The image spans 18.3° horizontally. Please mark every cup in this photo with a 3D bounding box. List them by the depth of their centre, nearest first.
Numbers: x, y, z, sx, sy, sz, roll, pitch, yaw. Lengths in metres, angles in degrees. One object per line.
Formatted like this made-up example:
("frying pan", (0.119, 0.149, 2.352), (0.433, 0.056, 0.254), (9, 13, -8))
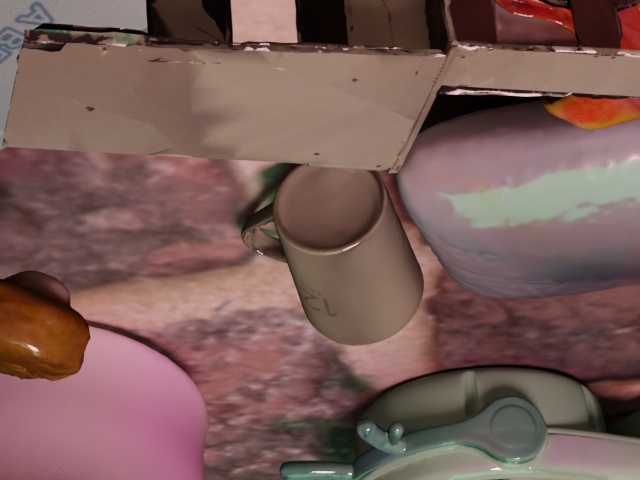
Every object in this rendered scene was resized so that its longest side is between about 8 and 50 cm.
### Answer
("cup", (0.005, -0.003, 0.844), (0.054, 0.075, 0.083), (-40, 152, -10))

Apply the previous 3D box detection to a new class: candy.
("candy", (0.125, -0.021, 0.784), (0.174, 0.071, 0.138), (-11, 161, 11))

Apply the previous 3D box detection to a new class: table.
("table", (0.006, -0.096, 0.524), (0.175, 0.146, 0.062), (3, 151, -13))

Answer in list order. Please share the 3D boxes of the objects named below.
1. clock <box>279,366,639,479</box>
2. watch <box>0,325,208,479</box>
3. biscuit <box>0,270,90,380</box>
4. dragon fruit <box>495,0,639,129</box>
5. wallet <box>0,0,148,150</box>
("clock", (0.086, 0.120, 1.080), (0.211, 0.066, 0.159), (14, 148, -33))
("watch", (-0.136, 0.156, 0.996), (0.248, 0.211, 0.217), (18, 138, -24))
("biscuit", (-0.231, -0.008, 0.735), (0.301, 0.049, 0.197), (21, 163, -29))
("dragon fruit", (0.130, -0.085, 0.581), (0.166, 0.136, 0.133), (-2, -164, -12))
("wallet", (-0.171, -0.098, 0.582), (0.176, 0.075, 0.250), (-32, 144, 33))
